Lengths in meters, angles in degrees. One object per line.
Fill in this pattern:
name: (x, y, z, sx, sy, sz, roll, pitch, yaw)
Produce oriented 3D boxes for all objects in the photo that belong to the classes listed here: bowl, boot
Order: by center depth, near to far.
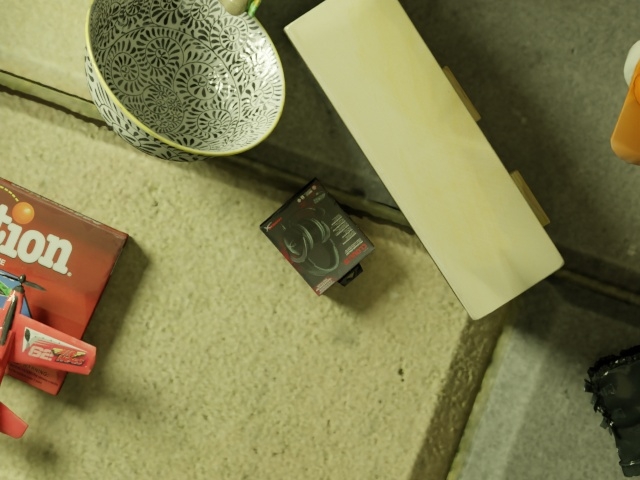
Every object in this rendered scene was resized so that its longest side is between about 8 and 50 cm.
bowl: (-0.120, -0.122, 1.233, 0.170, 0.170, 0.080, 43, 138, -6)
boot: (0.284, 0.132, 1.311, 0.121, 0.045, 0.099, -20, 94, 1)

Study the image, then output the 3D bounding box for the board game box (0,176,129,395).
board game box: (-0.313, 0.004, 1.283, 0.281, 0.027, 0.145, 24, 95, -5)

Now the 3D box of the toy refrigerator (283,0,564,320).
toy refrigerator: (0.082, -0.079, 1.248, 0.094, 0.102, 0.269, -33, 96, 2)

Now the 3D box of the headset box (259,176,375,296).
headset box: (0.000, 0.000, 1.290, 0.062, 0.032, 0.083, -40, 95, 3)

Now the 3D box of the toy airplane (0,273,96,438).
toy airplane: (-0.255, 0.098, 1.269, 0.151, 0.028, 0.151, 0, 98, 0)

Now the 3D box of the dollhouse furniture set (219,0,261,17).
dollhouse furniture set: (-0.106, -0.348, 1.195, 0.301, 0.151, 0.197, 35, 133, -15)

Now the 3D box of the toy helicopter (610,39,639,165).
toy helicopter: (0.292, -0.115, 1.204, 0.140, 0.235, 0.355, 1, 117, 27)
